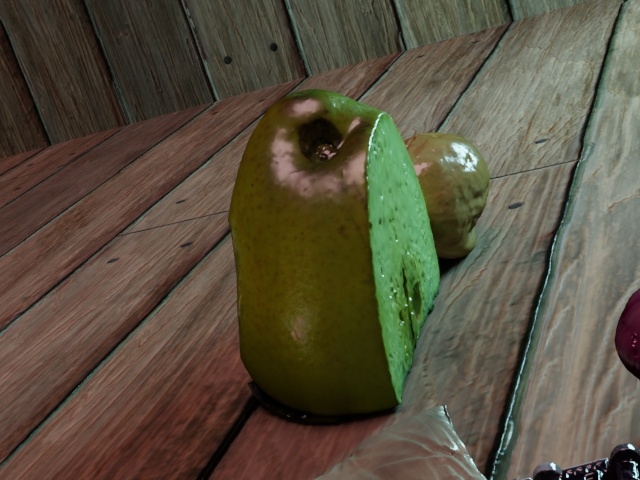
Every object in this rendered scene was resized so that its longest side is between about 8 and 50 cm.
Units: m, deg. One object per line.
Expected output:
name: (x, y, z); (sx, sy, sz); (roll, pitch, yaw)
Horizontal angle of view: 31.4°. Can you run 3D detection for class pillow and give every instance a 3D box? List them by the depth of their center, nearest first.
pillow: (0.047, 0.185, 0.666); (0.148, 0.050, 0.230); (-45, 21, 3)

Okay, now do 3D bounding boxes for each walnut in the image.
walnut: (0.109, -0.042, 1.214); (0.166, 0.149, 0.166); (-40, -10, -9)

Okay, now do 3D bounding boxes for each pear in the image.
pear: (0.000, 0.000, 1.016); (0.159, 0.292, 0.292); (-4, 20, 16)

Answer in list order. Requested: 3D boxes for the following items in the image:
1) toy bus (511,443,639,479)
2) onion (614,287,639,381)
toy bus: (0.165, 0.157, 0.652); (0.102, 0.058, 0.052); (-18, 21, 18)
onion: (0.252, 0.079, 0.762); (0.115, 0.104, 0.115); (24, 18, -8)
